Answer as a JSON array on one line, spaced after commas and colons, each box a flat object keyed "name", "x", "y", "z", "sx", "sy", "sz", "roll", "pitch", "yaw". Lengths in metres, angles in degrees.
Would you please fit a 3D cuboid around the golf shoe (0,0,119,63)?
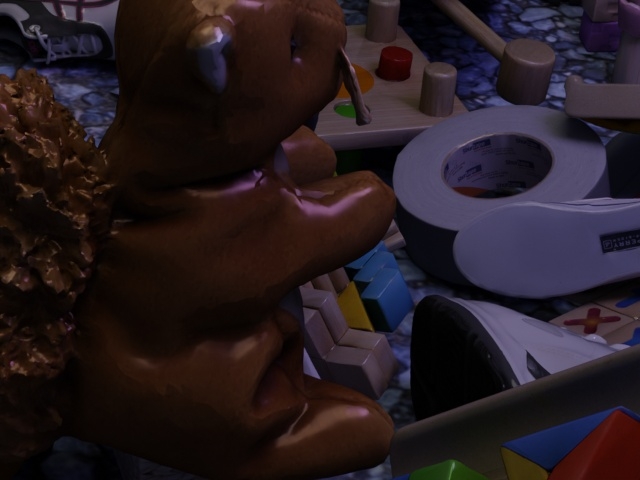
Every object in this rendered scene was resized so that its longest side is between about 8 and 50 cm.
[{"name": "golf shoe", "x": -0.279, "y": -0.241, "z": 1.990, "sx": 0.273, "sy": 0.105, "sz": 0.120, "roll": 18, "pitch": 51, "yaw": 27}]

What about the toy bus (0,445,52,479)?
[{"name": "toy bus", "x": -0.271, "y": 0.088, "z": 1.475, "sx": 0.130, "sy": 0.108, "sz": 0.332, "roll": 11, "pitch": 35, "yaw": 9}]

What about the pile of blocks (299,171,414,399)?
[{"name": "pile of blocks", "x": 0.000, "y": 0.000, "z": 1.570, "sx": 0.149, "sy": 0.112, "sz": 0.362, "roll": -27, "pitch": 33, "yaw": -2}]

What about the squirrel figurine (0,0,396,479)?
[{"name": "squirrel figurine", "x": -0.138, "y": -0.029, "z": 1.245, "sx": 0.397, "sy": 0.370, "sz": 0.281, "roll": -7, "pitch": 38, "yaw": -18}]

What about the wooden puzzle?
[{"name": "wooden puzzle", "x": 0.102, "y": 0.242, "z": 1.041, "sx": 0.080, "sy": 0.322, "sz": 0.347, "roll": 27, "pitch": 58, "yaw": -27}]

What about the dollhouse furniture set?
[{"name": "dollhouse furniture set", "x": 0.407, "y": -0.084, "z": 1.715, "sx": 0.301, "sy": 0.151, "sz": 0.197, "roll": 5, "pitch": 3, "yaw": 35}]

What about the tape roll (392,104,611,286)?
[{"name": "tape roll", "x": 0.184, "y": -0.049, "z": 1.732, "sx": 0.219, "sy": 0.072, "sz": 0.219, "roll": -8, "pitch": 36, "yaw": 6}]

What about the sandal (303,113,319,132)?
[{"name": "sandal", "x": -0.086, "y": -0.113, "z": 1.720, "sx": 0.054, "sy": 0.254, "sz": 0.097, "roll": -3, "pitch": 74, "yaw": -40}]

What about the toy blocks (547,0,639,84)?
[{"name": "toy blocks", "x": 0.457, "y": -0.371, "z": 2.133, "sx": 0.289, "sy": 0.260, "sz": 0.309, "roll": -4, "pitch": 35, "yaw": -14}]

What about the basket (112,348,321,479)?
[{"name": "basket", "x": -0.087, "y": 0.154, "z": 1.410, "sx": 0.167, "sy": 0.103, "sz": 0.113, "roll": -8, "pitch": 36, "yaw": -18}]

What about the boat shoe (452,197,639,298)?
[{"name": "boat shoe", "x": 0.254, "y": 0.007, "z": 1.599, "sx": 0.258, "sy": 0.095, "sz": 0.084, "roll": -2, "pitch": -4, "yaw": 5}]

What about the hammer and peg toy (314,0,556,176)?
[{"name": "hammer and peg toy", "x": 0.059, "y": -0.178, "z": 1.904, "sx": 0.361, "sy": 0.127, "sz": 0.266, "roll": -6, "pitch": 34, "yaw": -18}]

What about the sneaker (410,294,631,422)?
[{"name": "sneaker", "x": 0.256, "y": 0.149, "z": 1.374, "sx": 0.257, "sy": 0.169, "sz": 0.447, "roll": -7, "pitch": 18, "yaw": -21}]

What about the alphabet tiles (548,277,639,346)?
[{"name": "alphabet tiles", "x": 0.391, "y": 0.044, "z": 1.578, "sx": 0.342, "sy": 0.011, "sz": 0.285, "roll": -22, "pitch": 27, "yaw": -32}]

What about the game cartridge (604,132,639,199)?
[{"name": "game cartridge", "x": 0.411, "y": -0.025, "z": 1.802, "sx": 0.294, "sy": 0.060, "sz": 0.196, "roll": 22, "pitch": 33, "yaw": 23}]
